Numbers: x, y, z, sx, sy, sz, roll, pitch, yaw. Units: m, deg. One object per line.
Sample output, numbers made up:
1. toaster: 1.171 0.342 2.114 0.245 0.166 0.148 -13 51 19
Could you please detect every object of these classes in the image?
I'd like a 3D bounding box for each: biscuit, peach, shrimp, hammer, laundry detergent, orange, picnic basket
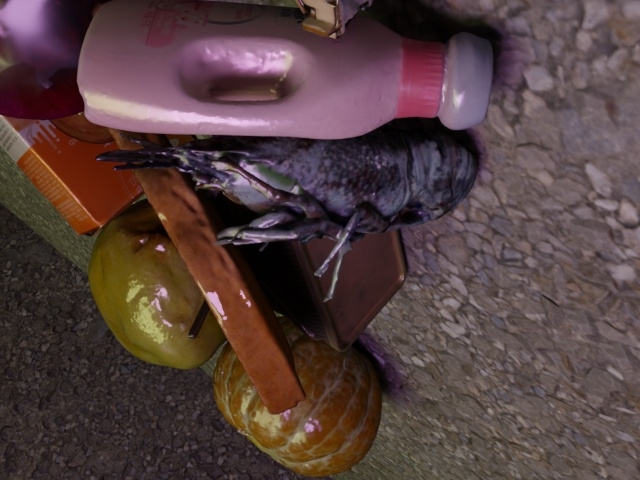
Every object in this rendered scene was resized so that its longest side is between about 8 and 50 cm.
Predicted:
1. biscuit: -0.145 0.009 0.895 0.455 0.078 0.349 55 173 28
2. peach: -0.266 0.069 1.336 0.314 0.281 0.315 32 149 45
3. shrimp: -0.014 -0.039 0.693 0.137 0.372 0.172 115 146 -62
4. hammer: -0.144 0.039 1.122 0.029 0.292 0.058 -9 129 26
5. laundry detergent: -0.025 -0.144 0.627 0.335 0.159 0.088 4 140 2
6. orange: -0.041 0.280 1.352 0.329 0.249 0.329 30 155 16
7. picnic basket: 0.000 0.000 0.940 0.139 0.165 0.266 27 152 34

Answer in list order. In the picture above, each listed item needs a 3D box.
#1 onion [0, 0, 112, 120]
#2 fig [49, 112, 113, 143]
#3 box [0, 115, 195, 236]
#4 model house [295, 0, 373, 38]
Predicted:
1. onion: -0.294 -0.312 0.783 0.348 0.348 0.385 51 -169 -14
2. fig: -0.314 -0.239 1.021 0.205 0.205 0.205 36 155 19
3. box: -0.393 -0.203 1.171 0.341 0.225 0.143 53 154 -17
4. model house: -0.052 -0.296 0.522 0.206 0.178 0.271 28 155 22
